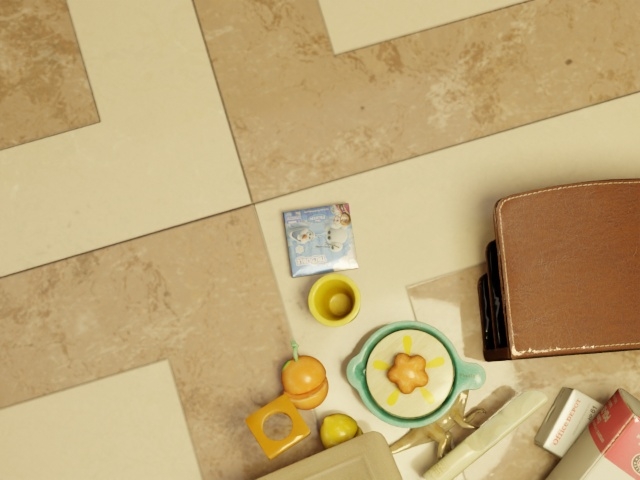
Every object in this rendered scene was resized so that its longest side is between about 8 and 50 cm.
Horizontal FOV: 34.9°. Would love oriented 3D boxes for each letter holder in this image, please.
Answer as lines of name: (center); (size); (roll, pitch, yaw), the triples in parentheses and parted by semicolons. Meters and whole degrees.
letter holder: (0.365, 0.038, 1.319); (0.301, 0.152, 0.215); (-4, 82, -3)

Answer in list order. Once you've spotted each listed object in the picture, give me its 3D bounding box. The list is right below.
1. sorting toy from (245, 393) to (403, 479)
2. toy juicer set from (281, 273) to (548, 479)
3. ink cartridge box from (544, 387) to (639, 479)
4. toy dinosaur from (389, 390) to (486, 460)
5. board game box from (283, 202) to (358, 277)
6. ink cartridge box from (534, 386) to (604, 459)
sorting toy: (0.017, 0.344, 1.221); (0.195, 0.047, 0.348); (-20, 61, -5)
toy juicer set: (0.095, 0.202, 1.288); (0.329, 0.089, 0.209); (30, 86, 13)
ink cartridge box: (0.372, 0.362, 1.263); (0.207, 0.117, 0.283); (35, 102, -1)
toy dinosaur: (0.154, 0.251, 1.345); (0.183, 0.053, 0.093); (-41, 74, -2)
board game box: (0.000, 0.000, 1.369); (0.090, 0.020, 0.090); (-9, 86, -4)
ink cartridge box: (0.358, 0.261, 1.343); (0.122, 0.052, 0.089); (29, 85, 2)
